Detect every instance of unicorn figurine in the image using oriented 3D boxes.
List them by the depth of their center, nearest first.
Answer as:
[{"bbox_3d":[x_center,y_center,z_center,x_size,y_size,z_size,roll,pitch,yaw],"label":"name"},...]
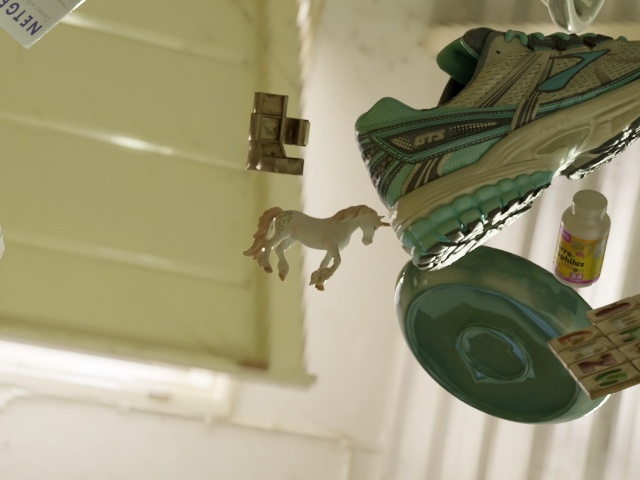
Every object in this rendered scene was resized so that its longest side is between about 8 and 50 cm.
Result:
[{"bbox_3d":[0.000,0.000,2.044,0.060,0.162,0.111,103,5,-75],"label":"unicorn figurine"}]

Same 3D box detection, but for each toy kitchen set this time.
[{"bbox_3d":[-0.029,-0.110,1.869,0.075,0.068,0.083,11,-84,63],"label":"toy kitchen set"}]

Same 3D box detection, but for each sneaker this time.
[{"bbox_3d":[0.146,-0.100,1.161,0.122,0.283,0.110,56,-26,7],"label":"sneaker"}]

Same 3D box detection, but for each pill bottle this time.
[{"bbox_3d":[0.227,-0.002,1.539,0.043,0.043,0.083,-109,-162,-49],"label":"pill bottle"}]

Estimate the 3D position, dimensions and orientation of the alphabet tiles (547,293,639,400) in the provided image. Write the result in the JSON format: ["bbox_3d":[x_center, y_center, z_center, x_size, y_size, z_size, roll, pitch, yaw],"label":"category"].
[{"bbox_3d":[0.393,0.087,1.873,0.342,0.285,0.011,-109,179,-79],"label":"alphabet tiles"}]

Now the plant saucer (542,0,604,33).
[{"bbox_3d":[0.220,-0.385,1.545,0.400,0.100,0.401,13,90,-75],"label":"plant saucer"}]

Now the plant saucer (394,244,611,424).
[{"bbox_3d":[0.231,0.135,2.316,0.044,0.317,0.317,-56,-172,-36],"label":"plant saucer"}]

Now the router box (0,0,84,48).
[{"bbox_3d":[-0.263,-0.368,1.733,0.301,0.335,0.082,-41,-112,3],"label":"router box"}]

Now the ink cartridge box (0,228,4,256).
[{"bbox_3d":[-0.360,0.007,1.903,0.083,0.028,0.048,91,12,-50],"label":"ink cartridge box"}]
